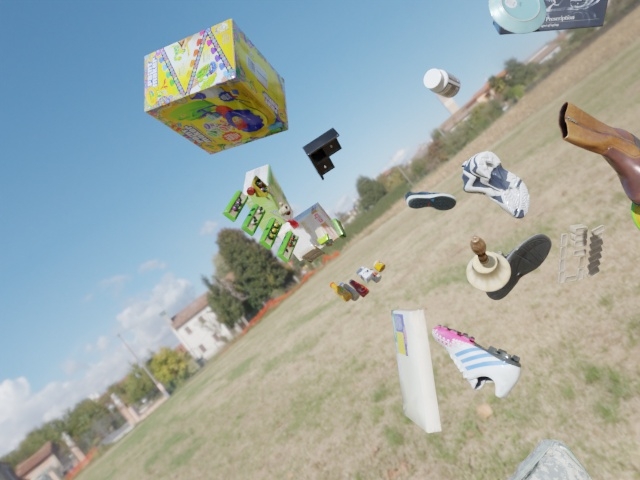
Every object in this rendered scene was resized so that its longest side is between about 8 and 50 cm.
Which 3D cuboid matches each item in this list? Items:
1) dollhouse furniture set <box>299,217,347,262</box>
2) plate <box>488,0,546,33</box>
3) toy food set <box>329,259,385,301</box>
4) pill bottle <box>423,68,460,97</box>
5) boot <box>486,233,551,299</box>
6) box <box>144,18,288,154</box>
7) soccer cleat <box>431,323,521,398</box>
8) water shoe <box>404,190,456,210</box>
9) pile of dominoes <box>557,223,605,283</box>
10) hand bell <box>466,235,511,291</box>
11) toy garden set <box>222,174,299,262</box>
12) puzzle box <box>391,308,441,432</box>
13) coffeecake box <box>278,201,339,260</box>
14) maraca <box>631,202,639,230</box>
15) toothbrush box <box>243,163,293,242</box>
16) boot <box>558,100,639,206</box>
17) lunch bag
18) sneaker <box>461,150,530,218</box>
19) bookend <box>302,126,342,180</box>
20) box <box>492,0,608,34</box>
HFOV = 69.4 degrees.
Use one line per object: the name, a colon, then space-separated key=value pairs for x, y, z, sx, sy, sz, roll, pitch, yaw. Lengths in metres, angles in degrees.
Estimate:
dollhouse furniture set: x=0.000 y=0.000 z=1.384 sx=0.151 sy=0.059 sz=0.076 roll=-34 pitch=-27 yaw=16
plate: x=0.621 y=-0.735 z=1.446 sx=0.188 sy=0.188 sz=0.024 roll=-39 pitch=-7 yaw=-11
toy food set: x=0.156 y=0.161 z=1.916 sx=0.232 sy=0.104 sz=0.111 roll=-42 pitch=-36 yaw=-16
pill bottle: x=0.422 y=-0.547 z=1.608 sx=0.137 sy=0.078 sz=0.078 roll=-1 pitch=-30 yaw=-47
boot: x=0.912 y=0.102 z=2.238 sx=0.377 sy=0.138 sz=0.284 roll=-52 pitch=3 yaw=10
box: x=-0.280 y=-0.406 z=1.286 sx=0.279 sy=0.177 sz=0.290 roll=-12 pitch=-17 yaw=21
soccer cleat: x=0.451 y=0.366 z=1.421 sx=0.331 sy=0.116 sz=0.143 roll=19 pitch=87 yaw=59
water shoe: x=0.435 y=-0.168 z=1.823 sx=0.080 sy=0.203 sz=0.073 roll=-98 pitch=13 yaw=-54
pile of dominoes: x=1.121 y=0.054 z=2.007 sx=0.195 sy=0.251 sz=0.040 roll=-8 pitch=20 yaw=-5
hand bell: x=0.445 y=0.042 z=1.274 sx=0.126 sy=0.126 sz=0.242 roll=-39 pitch=-37 yaw=5
toy garden set: x=-0.155 y=-0.080 z=1.423 sx=0.049 sy=0.244 sz=0.204 roll=-38 pitch=22 yaw=39
puzzle box: x=0.341 y=0.454 z=1.688 sx=0.052 sy=0.409 sz=0.272 roll=-6 pitch=-6 yaw=-7
coffeecake box: x=-0.043 y=-0.032 z=1.738 sx=0.185 sy=0.142 sz=0.068 roll=-32 pitch=23 yaw=19
maraca: x=0.961 y=-0.062 z=1.316 sx=0.127 sy=0.186 sz=0.099 roll=-20 pitch=-3 yaw=9
toothbrush box: x=-0.226 y=-0.159 z=2.052 sx=0.122 sy=0.283 sz=0.206 roll=-16 pitch=36 yaw=10
boot: x=0.797 y=-0.245 z=1.284 sx=0.096 sy=0.280 sz=0.264 roll=-42 pitch=31 yaw=58
lunch bag: x=0.602 y=0.727 z=1.259 sx=0.305 sy=0.256 sz=0.212 roll=-22 pitch=2 yaw=-32
sneaker: x=0.509 y=-0.160 z=1.386 sx=0.094 sy=0.235 sz=0.153 roll=-52 pitch=13 yaw=-5
bookend: x=0.030 y=-0.366 z=1.966 sx=0.156 sy=0.072 sz=0.157 roll=-32 pitch=-46 yaw=1
box: x=0.794 y=-0.902 z=1.588 sx=0.342 sy=0.313 sz=0.179 roll=0 pitch=35 yaw=13
